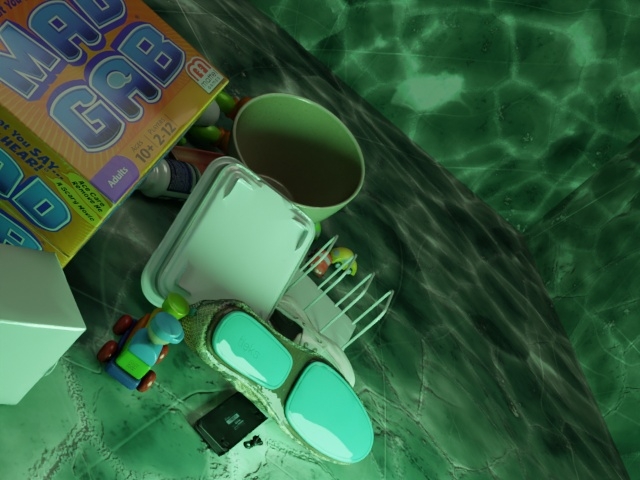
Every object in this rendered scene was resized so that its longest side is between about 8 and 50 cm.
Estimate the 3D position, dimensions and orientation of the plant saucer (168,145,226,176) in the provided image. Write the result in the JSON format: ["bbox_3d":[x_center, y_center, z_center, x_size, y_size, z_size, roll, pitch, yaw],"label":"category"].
[{"bbox_3d":[-0.251,-0.118,2.176,0.259,0.048,0.258,56,24,19],"label":"plant saucer"}]

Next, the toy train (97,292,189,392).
[{"bbox_3d":[-0.287,0.143,1.541,0.105,0.143,0.248,41,23,-13],"label":"toy train"}]

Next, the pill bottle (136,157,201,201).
[{"bbox_3d":[-0.356,-0.141,1.963,0.169,0.094,0.094,7,45,-58],"label":"pill bottle"}]

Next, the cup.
[{"bbox_3d":[-0.095,-0.150,2.075,0.331,0.237,0.331,16,52,-21],"label":"cup"}]

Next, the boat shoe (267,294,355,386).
[{"bbox_3d":[-0.040,0.234,1.903,0.277,0.098,0.096,46,21,23],"label":"boat shoe"}]

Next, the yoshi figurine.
[{"bbox_3d":[-0.347,-0.366,2.234,0.362,0.203,0.203,25,40,-24],"label":"yoshi figurine"}]

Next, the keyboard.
[{"bbox_3d":[-0.155,0.346,1.599,0.108,0.023,0.180,43,22,9],"label":"keyboard"}]

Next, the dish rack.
[{"bbox_3d":[-0.162,0.029,1.716,0.285,0.333,0.072,37,-18,-28],"label":"dish rack"}]

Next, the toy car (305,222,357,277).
[{"bbox_3d":[0.000,0.000,2.414,0.225,0.053,0.239,55,23,19],"label":"toy car"}]

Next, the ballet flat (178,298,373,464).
[{"bbox_3d":[-0.087,0.260,1.671,0.483,0.164,0.182,44,-20,-31],"label":"ballet flat"}]

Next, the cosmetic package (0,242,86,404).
[{"bbox_3d":[-0.521,0.102,1.129,0.365,0.197,0.155,16,36,-54],"label":"cosmetic package"}]

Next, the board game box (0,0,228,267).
[{"bbox_3d":[-0.444,-0.196,1.416,0.356,0.356,0.356,42,46,-11],"label":"board game box"}]

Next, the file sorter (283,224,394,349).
[{"bbox_3d":[0.017,0.106,2.110,0.277,0.173,0.193,45,22,-3],"label":"file sorter"}]

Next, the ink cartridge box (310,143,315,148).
[{"bbox_3d":[-0.065,-0.137,2.263,0.066,0.232,0.189,-48,113,-34],"label":"ink cartridge box"}]
